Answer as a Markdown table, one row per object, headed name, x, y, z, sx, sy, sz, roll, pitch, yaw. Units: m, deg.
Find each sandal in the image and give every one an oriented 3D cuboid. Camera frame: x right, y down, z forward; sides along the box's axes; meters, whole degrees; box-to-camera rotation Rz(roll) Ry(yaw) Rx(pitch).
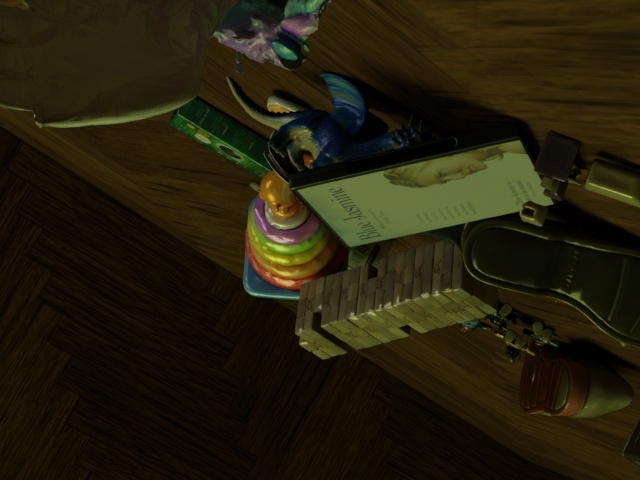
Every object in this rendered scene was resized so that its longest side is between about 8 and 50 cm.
| name | x | y | z | sx | sy | sz | roll | pitch | yaw |
| --- | --- | --- | --- | --- | --- | --- | --- | --- | --- |
| sandal | -0.034 | -0.117 | 1.849 | 0.102 | 0.076 | 0.265 | 26 | 171 | 20 |

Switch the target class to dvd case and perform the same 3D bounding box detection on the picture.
| name | x | y | z | sx | sy | sz | roll | pitch | yaw |
| --- | --- | --- | --- | --- | --- | --- | --- | --- | --- |
| dvd case | 0.114 | -0.055 | 1.477 | 0.253 | 0.022 | 0.180 | -12 | 156 | 18 |

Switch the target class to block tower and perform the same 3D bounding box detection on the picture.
| name | x | y | z | sx | sy | sz | roll | pitch | yaw |
| --- | --- | --- | --- | --- | --- | --- | --- | --- | --- |
| block tower | 0.107 | 0.084 | 1.991 | 0.335 | 0.097 | 0.091 | -21 | 140 | 36 |

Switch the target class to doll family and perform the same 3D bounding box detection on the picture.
| name | x | y | z | sx | sy | sz | roll | pitch | yaw |
| --- | --- | --- | --- | --- | --- | --- | --- | --- | --- |
| doll family | 0.304 | 0.148 | 2.303 | 0.193 | 0.076 | 0.111 | 32 | 176 | 11 |

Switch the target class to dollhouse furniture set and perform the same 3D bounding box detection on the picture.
| name | x | y | z | sx | sy | sz | roll | pitch | yaw |
| --- | --- | --- | --- | --- | --- | --- | --- | --- | --- |
| dollhouse furniture set | 0.272 | -0.042 | 1.362 | 0.114 | 0.091 | 0.081 | 21 | -176 | 26 |

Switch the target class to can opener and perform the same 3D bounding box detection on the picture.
| name | x | y | z | sx | sy | sz | roll | pitch | yaw |
| --- | --- | --- | --- | --- | --- | --- | --- | --- | --- |
| can opener | 0.185 | -0.017 | 1.842 | 0.059 | 0.073 | 0.186 | -9 | -168 | -24 |

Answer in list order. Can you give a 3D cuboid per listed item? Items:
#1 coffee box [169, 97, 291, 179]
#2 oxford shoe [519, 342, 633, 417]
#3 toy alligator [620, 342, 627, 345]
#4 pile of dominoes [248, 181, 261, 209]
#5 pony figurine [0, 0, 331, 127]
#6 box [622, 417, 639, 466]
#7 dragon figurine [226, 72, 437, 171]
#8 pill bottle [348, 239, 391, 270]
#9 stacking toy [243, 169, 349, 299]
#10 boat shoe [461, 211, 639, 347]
| name | x | y | z | sx | sy | sz | roll | pitch | yaw |
| --- | --- | --- | --- | --- | --- | --- | --- | --- | --- |
| coffee box | -0.137 | -0.153 | 2.077 | 0.184 | 0.040 | 0.113 | 31 | 171 | -9 |
| oxford shoe | 0.428 | 0.251 | 2.344 | 0.130 | 0.123 | 0.348 | 9 | -177 | -7 |
| toy alligator | 0.406 | 0.095 | 1.766 | 0.189 | 0.056 | 0.051 | 55 | -167 | -70 |
| pile of dominoes | -0.010 | -0.017 | 2.437 | 0.251 | 0.040 | 0.196 | 24 | 169 | 33 |
| pony figurine | -0.118 | -0.229 | 1.050 | 0.351 | 0.302 | 0.363 | -2 | 180 | -24 |
| box | 0.563 | 0.277 | 1.898 | 0.168 | 0.167 | 0.203 | 32 | 170 | -15 |
| dragon figurine | 0.021 | -0.132 | 1.564 | 0.289 | 0.144 | 0.085 | 45 | -177 | 38 |
| pill bottle | 0.000 | 0.000 | 2.253 | 0.215 | 0.117 | 0.117 | 29 | 171 | 0 |
| stacking toy | -0.047 | -0.035 | 2.035 | 0.166 | 0.175 | 0.302 | 1 | 160 | 6 |
| boat shoe | 0.313 | 0.032 | 1.588 | 0.307 | 0.110 | 0.104 | 24 | -163 | -1 |
